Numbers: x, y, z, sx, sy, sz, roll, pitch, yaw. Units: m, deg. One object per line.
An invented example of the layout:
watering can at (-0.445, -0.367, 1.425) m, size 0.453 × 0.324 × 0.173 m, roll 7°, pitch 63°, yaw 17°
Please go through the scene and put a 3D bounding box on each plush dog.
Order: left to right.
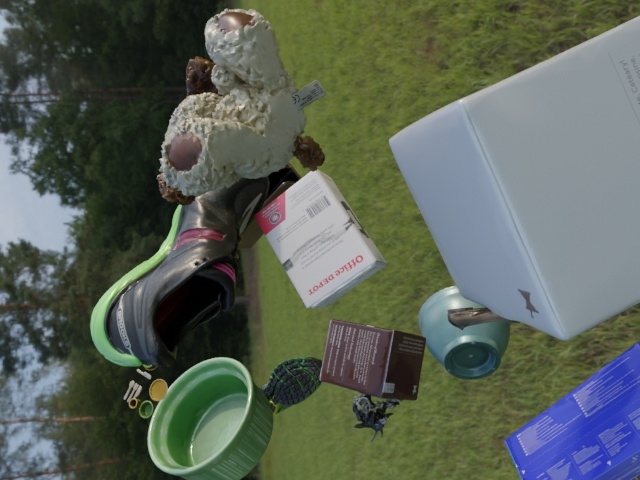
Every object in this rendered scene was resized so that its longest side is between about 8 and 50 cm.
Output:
plush dog at (-0.135, -0.157, 0.737) m, size 0.226 × 0.211 × 0.262 m, roll 2°, pitch 71°, yaw 43°

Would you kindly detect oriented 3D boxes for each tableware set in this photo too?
tableware set at (-0.381, 0.311, 1.156) m, size 0.154 × 0.104 × 0.024 m, roll -64°, pitch -25°, yaw -8°

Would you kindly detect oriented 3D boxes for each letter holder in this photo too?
letter holder at (-0.229, -0.122, 1.571) m, size 0.152 × 0.302 × 0.214 m, roll 52°, pitch -156°, yaw 17°

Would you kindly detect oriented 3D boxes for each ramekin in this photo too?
ramekin at (-0.267, 0.465, 1.308) m, size 0.148 × 0.304 × 0.303 m, roll 56°, pitch -168°, yaw -37°

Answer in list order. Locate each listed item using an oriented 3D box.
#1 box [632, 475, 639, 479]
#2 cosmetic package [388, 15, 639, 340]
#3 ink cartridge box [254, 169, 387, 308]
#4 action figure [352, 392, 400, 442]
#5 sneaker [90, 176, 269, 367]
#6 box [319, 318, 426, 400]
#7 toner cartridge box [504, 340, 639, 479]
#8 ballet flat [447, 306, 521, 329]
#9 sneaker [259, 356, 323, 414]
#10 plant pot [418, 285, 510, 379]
box at (0.793, 0.537, 1.104) m, size 0.191 × 0.143 × 0.381 m, roll 62°, pitch 152°, yaw 31°
cosmetic package at (0.378, -0.110, 0.773) m, size 0.327 × 0.394 × 0.329 m, roll 64°, pitch 175°, yaw -6°
ink cartridge box at (0.000, 0.000, 1.077) m, size 0.237 × 0.172 × 0.100 m, roll 58°, pitch -165°, yaw 18°
action figure at (0.171, 0.508, 1.668) m, size 0.141 × 0.164 × 0.275 m, roll -32°, pitch 70°, yaw 61°
sneaker at (-0.218, 0.043, 1.002) m, size 0.482 × 0.202 × 0.185 m, roll -61°, pitch -31°, yaw -26°
box at (0.137, 0.310, 1.346) m, size 0.203 × 0.168 × 0.166 m, roll 2°, pitch 76°, yaw 41°
toner cartridge box at (0.529, 0.367, 0.981) m, size 0.348 × 0.075 × 0.165 m, roll -50°, pitch 26°, yaw 25°
ballet flat at (0.431, 0.194, 1.290) m, size 0.250 × 0.084 × 0.058 m, roll -10°, pitch 81°, yaw 42°
sneaker at (-0.103, 0.467, 1.674) m, size 0.344 × 0.146 × 0.134 m, roll -39°, pitch 74°, yaw 31°
plant pot at (0.469, 0.315, 1.647) m, size 0.196 × 0.293 × 0.293 m, roll -84°, pitch -5°, yaw -55°
